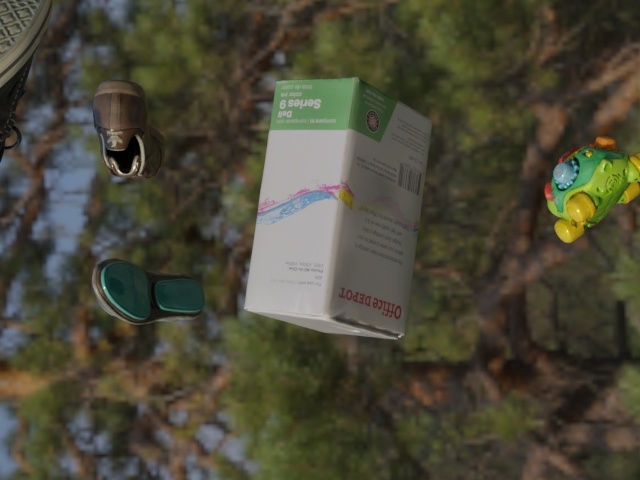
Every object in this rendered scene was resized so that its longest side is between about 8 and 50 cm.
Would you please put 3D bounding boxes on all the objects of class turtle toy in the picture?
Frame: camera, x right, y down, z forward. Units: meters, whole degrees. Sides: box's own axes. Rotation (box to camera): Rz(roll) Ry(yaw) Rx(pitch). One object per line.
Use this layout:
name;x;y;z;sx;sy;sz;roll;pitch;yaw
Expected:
turtle toy;0.245;-0.049;1.308;0.066;0.095;0.130;52;164;15

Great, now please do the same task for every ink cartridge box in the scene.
ink cartridge box;0.019;-0.025;1.278;0.154;0.093;0.212;20;-106;-58

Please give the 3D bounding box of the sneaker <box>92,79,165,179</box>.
sneaker;-0.194;-0.088;1.390;0.188;0.066;0.071;82;-170;-69

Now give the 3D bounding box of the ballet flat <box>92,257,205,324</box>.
ballet flat;-0.213;0.066;1.627;0.213;0.068;0.072;14;-113;-61

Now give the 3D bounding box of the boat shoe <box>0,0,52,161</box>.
boat shoe;-0.522;-0.182;2.004;0.156;0.187;0.500;83;-158;-55
